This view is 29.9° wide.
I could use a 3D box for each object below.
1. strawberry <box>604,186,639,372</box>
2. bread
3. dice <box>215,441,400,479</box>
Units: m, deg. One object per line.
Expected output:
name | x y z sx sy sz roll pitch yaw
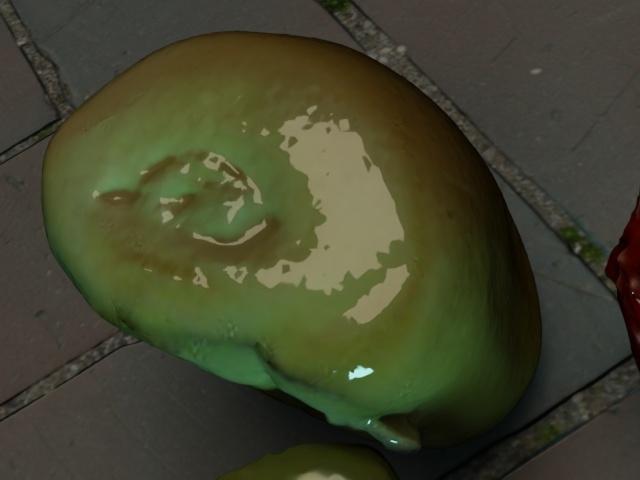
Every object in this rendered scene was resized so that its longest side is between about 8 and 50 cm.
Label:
strawberry | 0.370 0.085 0.789 0.317 0.295 0.345 0 64 -25
bread | 0.000 0.000 0.915 0.348 0.376 0.253 22 81 27
dice | -0.014 0.291 0.777 0.238 0.233 0.227 -26 49 0
